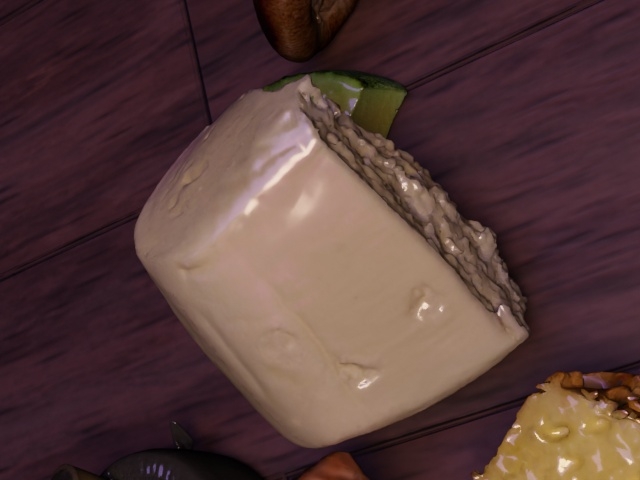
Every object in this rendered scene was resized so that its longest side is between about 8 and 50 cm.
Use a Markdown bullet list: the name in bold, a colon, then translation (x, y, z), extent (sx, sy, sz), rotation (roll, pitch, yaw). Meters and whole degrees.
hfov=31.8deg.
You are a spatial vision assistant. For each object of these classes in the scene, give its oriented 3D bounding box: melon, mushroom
- **melon**: translation (-0.035, -0.053, 0.863), extent (0.118, 0.064, 0.209), rotation (34, 101, 26)
- **mushroom**: translation (0.068, -0.224, 0.811), extent (0.218, 0.148, 0.226), rotation (17, 94, 16)

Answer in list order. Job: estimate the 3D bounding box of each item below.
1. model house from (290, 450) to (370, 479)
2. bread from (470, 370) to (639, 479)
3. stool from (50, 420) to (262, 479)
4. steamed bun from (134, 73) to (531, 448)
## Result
- **model house**: translation (0.020, 0.294, 0.636), extent (0.295, 0.252, 0.329), rotation (12, 81, 10)
- **bread**: translation (0.213, 0.192, 0.619), extent (0.261, 0.147, 0.160), rotation (39, 110, 35)
- **stool**: translation (-0.108, 0.246, 0.798), extent (0.153, 0.139, 0.228), rotation (-39, 61, 20)
- **steamed bun**: translation (0.000, 0.000, 0.741), extent (0.200, 0.225, 0.170), rotation (-31, 24, 10)
